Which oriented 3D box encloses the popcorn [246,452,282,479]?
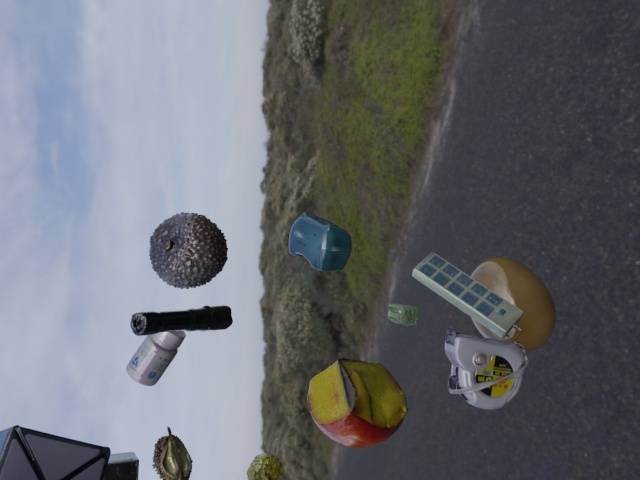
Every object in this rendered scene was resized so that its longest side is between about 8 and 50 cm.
[{"bbox_3d":[-0.185,0.759,1.784,0.106,0.121,0.116,76,-178,-65],"label":"popcorn"}]

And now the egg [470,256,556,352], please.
[{"bbox_3d":[0.712,0.244,2.056,0.374,0.301,0.301,58,166,15],"label":"egg"}]

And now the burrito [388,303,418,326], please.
[{"bbox_3d":[0.265,0.244,1.772,0.044,0.118,0.074,23,100,59],"label":"burrito"}]

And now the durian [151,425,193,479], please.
[{"bbox_3d":[-0.367,0.522,1.301,0.140,0.071,0.110,70,-168,20],"label":"durian"}]

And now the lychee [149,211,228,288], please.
[{"bbox_3d":[-0.471,0.044,1.968,0.300,0.300,0.300,-178,90,-86],"label":"lychee"}]

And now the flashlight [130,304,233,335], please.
[{"bbox_3d":[-0.484,0.282,1.924,0.424,0.103,0.103,7,-96,-55],"label":"flashlight"}]

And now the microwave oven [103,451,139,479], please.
[{"bbox_3d":[-0.667,0.811,1.768,0.163,0.129,0.205,155,115,-64],"label":"microwave oven"}]

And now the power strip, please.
[{"bbox_3d":[0.448,0.164,1.654,0.106,0.367,0.043,-37,-31,-30],"label":"power strip"}]

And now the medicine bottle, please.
[{"bbox_3d":[-0.688,0.471,2.285,0.254,0.152,0.152,-55,8,5],"label":"medicine bottle"}]

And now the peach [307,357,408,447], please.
[{"bbox_3d":[0.117,0.570,1.868,0.380,0.242,0.306,23,-154,-54],"label":"peach"}]

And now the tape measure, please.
[{"bbox_3d":[0.449,0.357,1.480,0.120,0.236,0.197,171,109,-80],"label":"tape measure"}]

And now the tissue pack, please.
[{"bbox_3d":[0.000,0.000,2.413,0.287,0.198,0.206,32,112,48],"label":"tissue pack"}]

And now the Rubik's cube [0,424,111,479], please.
[{"bbox_3d":[-0.712,0.616,1.335,0.260,0.255,0.259,-28,46,37],"label":"Rubik's cube"}]
